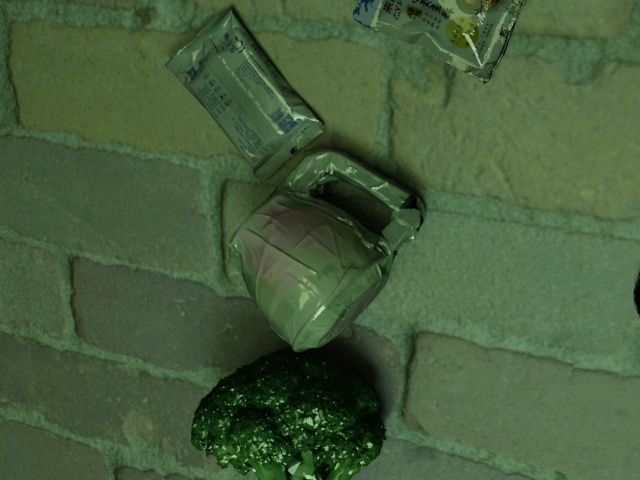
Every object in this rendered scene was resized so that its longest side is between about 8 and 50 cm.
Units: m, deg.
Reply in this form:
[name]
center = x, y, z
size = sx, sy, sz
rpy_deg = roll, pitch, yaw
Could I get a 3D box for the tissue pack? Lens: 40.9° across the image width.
[tissue pack]
center = -0.094, -0.177, 1.056
size = 0.122, 0.026, 0.193
rpy_deg = -36, 92, 34

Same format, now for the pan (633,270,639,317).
[pan]
center = 0.431, 0.080, 0.888
size = 0.212, 0.040, 0.115
rpy_deg = 32, 122, 20

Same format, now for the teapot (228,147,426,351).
[teapot]
center = -0.008, 0.005, 1.013
size = 0.178, 0.163, 0.221
rpy_deg = 44, 125, 12

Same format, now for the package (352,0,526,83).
[package]
center = 0.134, -0.274, 0.894
size = 0.173, 0.027, 0.171
rpy_deg = 27, 121, 11

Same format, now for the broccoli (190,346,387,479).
[broccoli]
center = -0.037, 0.274, 1.105
size = 0.270, 0.270, 0.270
rpy_deg = -7, 75, 30
